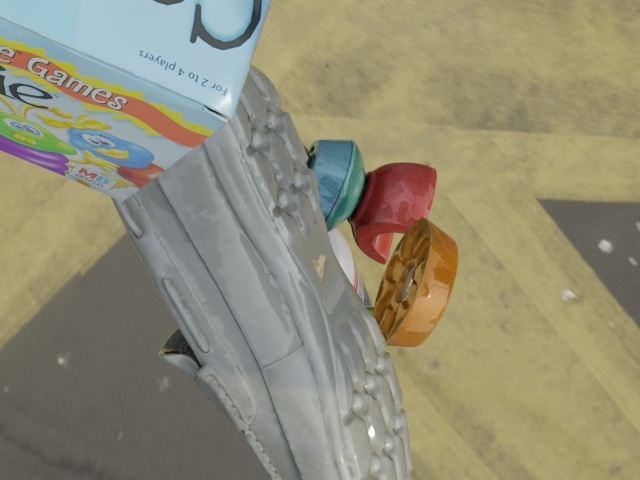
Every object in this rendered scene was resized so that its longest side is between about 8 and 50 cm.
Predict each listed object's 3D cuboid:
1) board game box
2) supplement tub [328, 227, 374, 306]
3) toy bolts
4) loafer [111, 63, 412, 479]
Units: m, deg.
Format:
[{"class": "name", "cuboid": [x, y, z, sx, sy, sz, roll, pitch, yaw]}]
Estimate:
[{"class": "board game box", "cuboid": [-0.076, -0.176, 0.465, 0.144, 0.142, 0.275, 23, 72, -18]}, {"class": "supplement tub", "cuboid": [-0.029, 0.100, 1.477, 0.191, 0.191, 0.272, -25, 146, 0]}, {"class": "toy bolts", "cuboid": [0.000, 0.000, 0.992, 0.158, 0.228, 0.218, 21, 146, -12]}, {"class": "loafer", "cuboid": [-0.035, 0.053, 0.717, 0.111, 0.112, 0.319, -15, 104, 24]}]
